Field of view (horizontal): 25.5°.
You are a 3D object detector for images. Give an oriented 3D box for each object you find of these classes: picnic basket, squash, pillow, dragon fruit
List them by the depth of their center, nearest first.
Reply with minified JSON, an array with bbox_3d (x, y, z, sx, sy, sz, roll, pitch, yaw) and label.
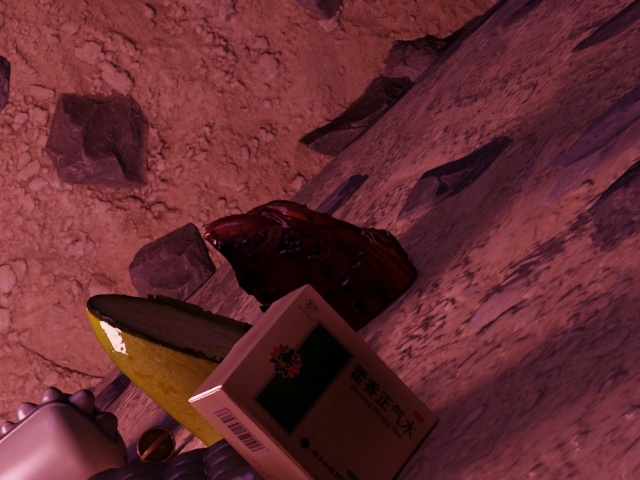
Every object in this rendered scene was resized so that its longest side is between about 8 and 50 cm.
[{"bbox_3d":[-0.146,0.303,1.670,0.326,0.101,0.228,-23,11,0],"label":"pillow"},{"bbox_3d":[-0.199,0.156,2.178,0.210,0.309,0.233,-41,9,10],"label":"squash"},{"bbox_3d":[0.007,-0.007,2.289,0.228,0.286,0.329,-43,-1,22],"label":"dragon fruit"},{"bbox_3d":[-0.276,0.346,2.385,0.072,0.072,0.083,-45,-4,-18],"label":"picnic basket"}]

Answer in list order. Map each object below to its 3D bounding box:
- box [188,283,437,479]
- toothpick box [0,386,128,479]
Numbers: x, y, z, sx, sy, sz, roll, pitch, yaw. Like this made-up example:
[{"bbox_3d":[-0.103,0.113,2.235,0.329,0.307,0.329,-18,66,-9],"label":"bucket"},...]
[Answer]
[{"bbox_3d":[-0.006,0.181,1.525,0.168,0.212,0.095,-49,10,-33],"label":"box"},{"bbox_3d":[-0.494,0.404,2.549,0.316,0.229,0.229,-40,9,10],"label":"toothpick box"}]
